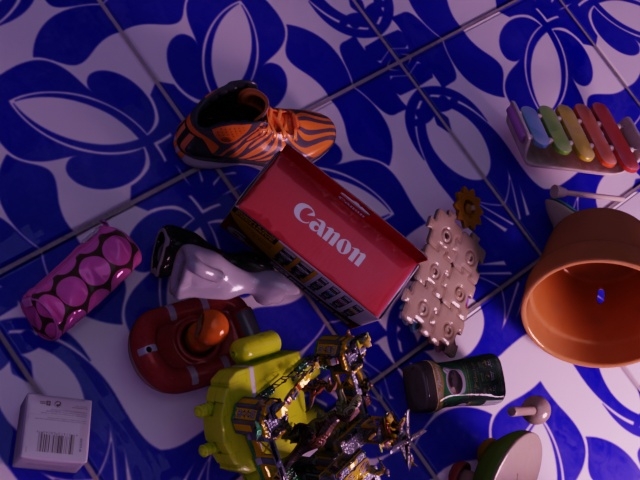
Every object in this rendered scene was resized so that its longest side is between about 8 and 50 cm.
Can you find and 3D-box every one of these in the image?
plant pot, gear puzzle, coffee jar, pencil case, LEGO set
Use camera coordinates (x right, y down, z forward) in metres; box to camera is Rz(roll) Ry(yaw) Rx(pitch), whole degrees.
[{"bbox_3d":[0.535,0.073,2.095,0.291,0.291,0.203,26,44,-11],"label":"plant pot"},{"bbox_3d":[0.233,0.038,2.056,0.175,0.044,0.339,40,58,-33],"label":"gear puzzle"},{"bbox_3d":[0.239,0.259,1.980,0.184,0.079,0.096,-2,76,-25],"label":"coffee jar"},{"bbox_3d":[-0.393,0.064,1.783,0.209,0.095,0.098,-49,127,-34],"label":"pencil case"},{"bbox_3d":[0.038,0.296,1.744,0.331,0.192,0.254,-23,107,-49],"label":"LEGO set"}]

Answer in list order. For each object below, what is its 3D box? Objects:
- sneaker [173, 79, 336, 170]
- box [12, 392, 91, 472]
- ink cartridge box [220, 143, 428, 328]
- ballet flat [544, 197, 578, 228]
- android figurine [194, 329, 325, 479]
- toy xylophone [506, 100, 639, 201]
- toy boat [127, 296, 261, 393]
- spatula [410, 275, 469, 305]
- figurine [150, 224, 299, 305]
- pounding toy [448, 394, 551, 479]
[{"bbox_3d":[-0.094,-0.206,1.980,0.321,0.180,0.124,-9,72,-27],"label":"sneaker"},{"bbox_3d":[-0.410,0.296,1.672,0.101,0.087,0.102,10,63,-20],"label":"box"},{"bbox_3d":[0.000,0.000,1.865,0.309,0.272,0.130,38,75,-3],"label":"ink cartridge box"},{"bbox_3d":[0.547,0.009,2.234,0.248,0.086,0.086,34,59,-8],"label":"ballet flat"},{"bbox_3d":[-0.098,0.276,1.773,0.273,0.056,0.248,-14,100,-48],"label":"android figurine"},{"bbox_3d":[0.538,-0.190,2.282,0.323,0.081,0.236,-3,51,-28],"label":"toy xylophone"},{"bbox_3d":[-0.196,0.157,1.791,0.231,0.151,0.151,-15,74,-29],"label":"toy boat"},{"bbox_3d":[0.157,0.062,2.060,0.297,0.030,0.084,19,66,-16],"label":"spatula"},{"bbox_3d":[-0.156,0.050,1.836,0.209,0.215,0.092,10,100,-24],"label":"figurine"},{"bbox_3d":[0.306,0.380,1.932,0.183,0.110,0.236,5,102,-53],"label":"pounding toy"}]
